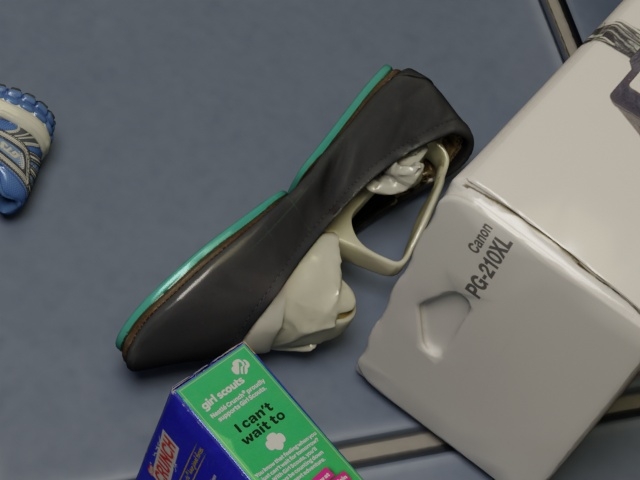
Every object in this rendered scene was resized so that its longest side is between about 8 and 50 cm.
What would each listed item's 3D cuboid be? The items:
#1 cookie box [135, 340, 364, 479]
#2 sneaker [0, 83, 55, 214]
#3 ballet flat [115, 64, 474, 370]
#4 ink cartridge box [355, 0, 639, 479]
[{"bbox_3d":[-0.019,0.107,0.755,0.040,0.092,0.107,-34,73,-30],"label":"cookie box"},{"bbox_3d":[-0.183,-0.043,0.826,0.135,0.052,0.058,9,63,-8],"label":"sneaker"},{"bbox_3d":[0.000,0.000,0.836,0.074,0.074,0.203,38,57,10],"label":"ballet flat"},{"bbox_3d":[0.137,-0.025,0.821,0.100,0.172,0.237,39,59,10],"label":"ink cartridge box"}]
